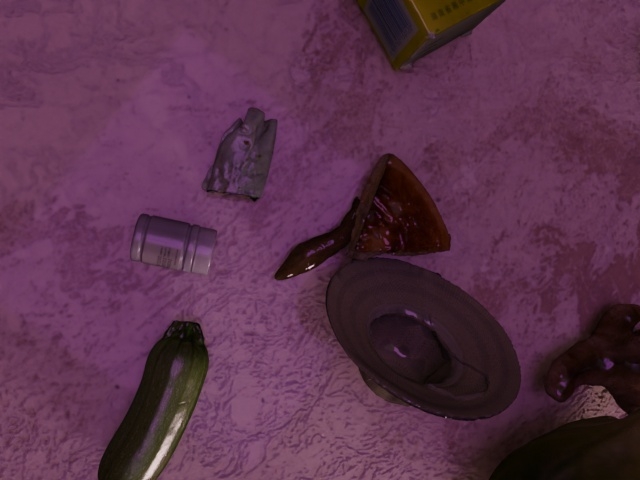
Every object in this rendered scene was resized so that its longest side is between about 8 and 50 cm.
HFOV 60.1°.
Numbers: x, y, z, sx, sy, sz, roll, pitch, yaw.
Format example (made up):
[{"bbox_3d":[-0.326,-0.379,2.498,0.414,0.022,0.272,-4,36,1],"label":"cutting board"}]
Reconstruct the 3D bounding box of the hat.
[{"bbox_3d":[0.103,0.139,0.677,0.252,0.252,0.110,17,124,-11],"label":"hat"}]

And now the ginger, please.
[{"bbox_3d":[0.471,0.185,0.779,0.333,0.080,0.166,18,72,-4],"label":"ginger"}]

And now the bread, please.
[{"bbox_3d":[0.092,-0.045,0.711,0.154,0.054,0.136,-5,88,-29],"label":"bread"}]

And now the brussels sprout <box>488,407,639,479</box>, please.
[{"bbox_3d":[0.340,0.360,0.639,0.354,0.289,0.281,-45,111,-15],"label":"brussels sprout"}]

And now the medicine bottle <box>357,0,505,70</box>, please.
[{"bbox_3d":[0.104,-0.359,0.685,0.137,0.141,0.250,-31,95,-8],"label":"medicine bottle"}]

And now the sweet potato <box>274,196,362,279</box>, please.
[{"bbox_3d":[0.005,0.004,0.705,0.153,0.038,0.041,-40,86,-12],"label":"sweet potato"}]

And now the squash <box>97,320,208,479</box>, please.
[{"bbox_3d":[-0.189,0.198,0.645,0.077,0.068,0.219,22,84,-5],"label":"squash"}]

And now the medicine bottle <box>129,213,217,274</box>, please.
[{"bbox_3d":[-0.174,0.005,0.658,0.091,0.058,0.058,13,86,-11],"label":"medicine bottle"}]

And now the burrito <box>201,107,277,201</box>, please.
[{"bbox_3d":[-0.096,-0.108,0.686,0.074,0.044,0.118,17,89,-7],"label":"burrito"}]
